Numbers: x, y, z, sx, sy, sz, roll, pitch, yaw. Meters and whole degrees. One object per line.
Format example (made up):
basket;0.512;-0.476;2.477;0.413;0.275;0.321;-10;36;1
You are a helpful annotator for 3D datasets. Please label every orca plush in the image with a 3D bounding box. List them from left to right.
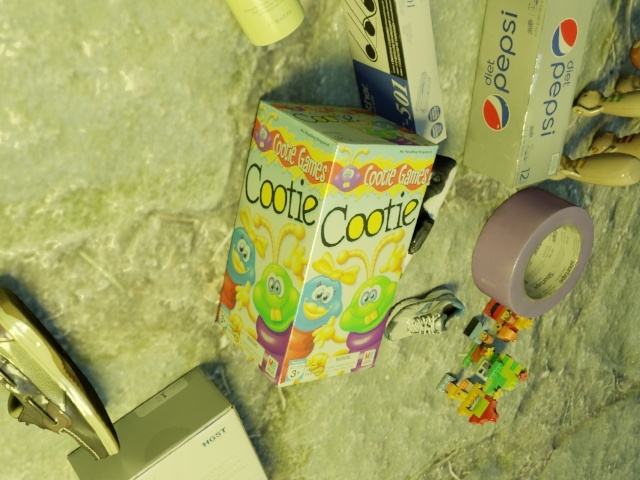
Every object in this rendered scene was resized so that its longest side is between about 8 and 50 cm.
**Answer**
orca plush;0.060;0.006;0.958;0.287;0.102;0.151;-61;-179;21

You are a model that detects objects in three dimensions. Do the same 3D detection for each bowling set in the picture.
bowling set;0.466;-0.205;1.126;0.287;0.154;0.199;-18;106;-29

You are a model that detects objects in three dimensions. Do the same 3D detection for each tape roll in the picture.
tape roll;0.328;0.020;1.164;0.189;0.080;0.188;-19;126;-29

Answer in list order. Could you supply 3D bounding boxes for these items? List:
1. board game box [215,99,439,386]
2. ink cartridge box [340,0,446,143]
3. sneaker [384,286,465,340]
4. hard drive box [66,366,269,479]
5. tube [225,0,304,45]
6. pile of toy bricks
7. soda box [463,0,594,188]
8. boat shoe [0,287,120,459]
board game box;0.000;0.000;0.838;0.144;0.142;0.275;-4;117;-38
ink cartridge box;0.077;-0.203;0.813;0.046;0.097;0.207;-33;132;-20
sneaker;0.152;0.111;1.089;0.135;0.058;0.052;-25;128;-25
hard drive box;-0.165;0.299;0.918;0.181;0.089;0.232;-33;132;-20
tube;-0.091;-0.284;0.659;0.240;0.062;0.070;59;39;-38
pile of toy bricks;0.286;0.202;1.219;0.118;0.105;0.212;30;94;-45
soda box;0.262;-0.218;0.956;0.091;0.098;0.286;-16;124;-31
boat shoe;-0.277;0.146;0.749;0.073;0.080;0.223;-32;126;-14
